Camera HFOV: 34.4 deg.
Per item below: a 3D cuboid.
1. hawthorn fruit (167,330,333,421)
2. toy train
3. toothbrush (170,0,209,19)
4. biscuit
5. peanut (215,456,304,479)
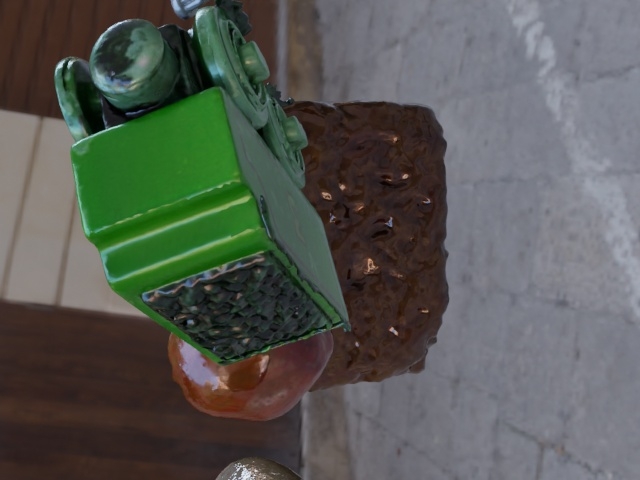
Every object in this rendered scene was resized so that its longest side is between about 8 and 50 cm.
[{"bbox_3d":[-0.056,0.090,0.894,0.138,0.133,0.133,-32,34,19],"label":"hawthorn fruit"},{"bbox_3d":[-0.072,-0.031,0.673,0.243,0.132,0.188,53,-161,-62],"label":"toy train"},{"bbox_3d":[-0.092,-0.296,0.744,0.029,0.025,0.307,-19,65,38],"label":"toothbrush"},{"bbox_3d":[0.000,0.000,1.381,0.166,0.343,0.395,-178,86,-71],"label":"biscuit"},{"bbox_3d":[-0.033,0.198,0.717,0.152,0.076,0.076,-161,79,-66],"label":"peanut"}]
